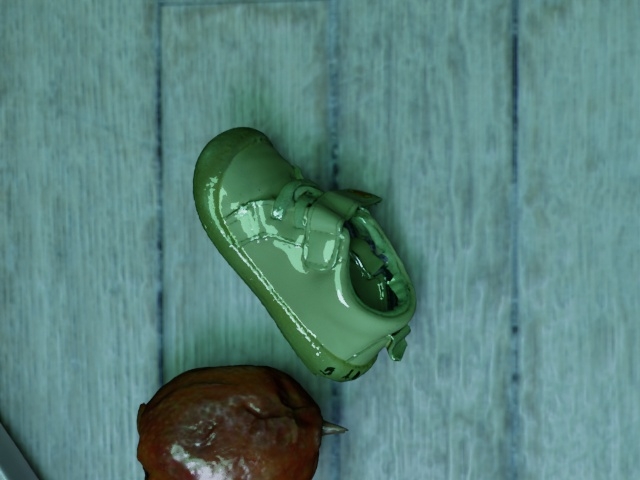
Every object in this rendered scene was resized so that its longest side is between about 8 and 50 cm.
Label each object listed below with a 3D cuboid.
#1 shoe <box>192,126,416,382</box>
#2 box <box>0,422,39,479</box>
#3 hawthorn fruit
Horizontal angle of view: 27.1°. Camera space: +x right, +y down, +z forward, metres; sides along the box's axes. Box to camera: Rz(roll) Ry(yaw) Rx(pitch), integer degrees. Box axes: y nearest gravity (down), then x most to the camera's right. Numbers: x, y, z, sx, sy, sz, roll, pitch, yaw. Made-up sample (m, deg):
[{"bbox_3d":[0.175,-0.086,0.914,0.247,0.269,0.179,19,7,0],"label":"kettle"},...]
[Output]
[{"bbox_3d":[-0.005,0.003,1.233,0.128,0.140,0.262,-28,93,20],"label":"shoe"},{"bbox_3d":[-0.463,0.289,1.239,0.314,0.300,0.312,-36,85,10],"label":"box"},{"bbox_3d":[-0.088,0.194,1.248,0.179,0.173,0.173,-42,84,-17],"label":"hawthorn fruit"}]
